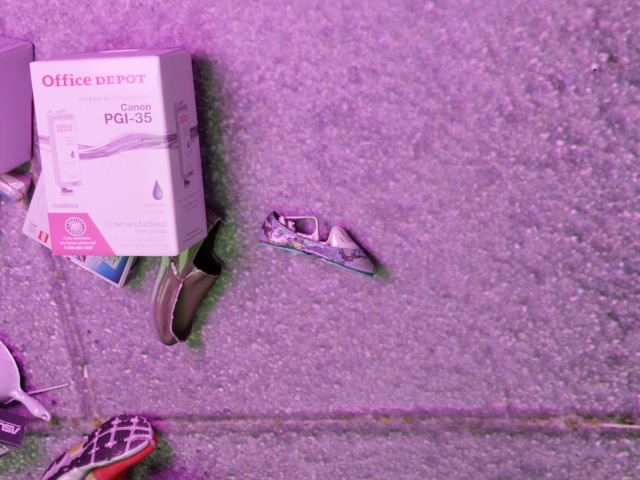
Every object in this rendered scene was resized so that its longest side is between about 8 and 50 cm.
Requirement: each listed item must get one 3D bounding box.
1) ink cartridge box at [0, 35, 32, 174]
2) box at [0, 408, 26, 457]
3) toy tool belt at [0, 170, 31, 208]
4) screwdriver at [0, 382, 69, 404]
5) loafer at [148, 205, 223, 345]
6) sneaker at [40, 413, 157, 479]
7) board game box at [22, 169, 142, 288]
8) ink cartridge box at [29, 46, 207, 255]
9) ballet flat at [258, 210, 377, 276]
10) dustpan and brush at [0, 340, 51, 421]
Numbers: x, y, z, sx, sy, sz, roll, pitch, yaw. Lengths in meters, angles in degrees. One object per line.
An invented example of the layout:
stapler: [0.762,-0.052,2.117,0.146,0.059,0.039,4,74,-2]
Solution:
ink cartridge box: [-0.597,-0.228,1.601,0.273,0.114,0.197,13,113,13]
box: [-0.676,0.337,1.776,0.270,0.060,0.216,-28,137,36]
toy tool belt: [-0.512,-0.087,1.663,0.083,0.052,0.051,24,106,8]
screwdriver: [-0.518,0.271,1.814,0.170,0.025,0.024,-13,106,22]
loafer: [-0.204,0.056,1.598,0.087,0.094,0.251,16,114,15]
sneaker: [-0.371,0.398,1.792,0.279,0.107,0.118,-32,116,28]
board game box: [-0.335,-0.098,1.603,0.193,0.053,0.305,29,115,6]
ink cartridge box: [-0.288,-0.127,1.476,0.207,0.117,0.283,0,104,16]
ballet flat: [0.000,0.000,1.534,0.188,0.070,0.070,16,114,7]
dustpan and brush: [-0.555,0.252,1.792,0.211,0.060,0.147,38,115,22]
